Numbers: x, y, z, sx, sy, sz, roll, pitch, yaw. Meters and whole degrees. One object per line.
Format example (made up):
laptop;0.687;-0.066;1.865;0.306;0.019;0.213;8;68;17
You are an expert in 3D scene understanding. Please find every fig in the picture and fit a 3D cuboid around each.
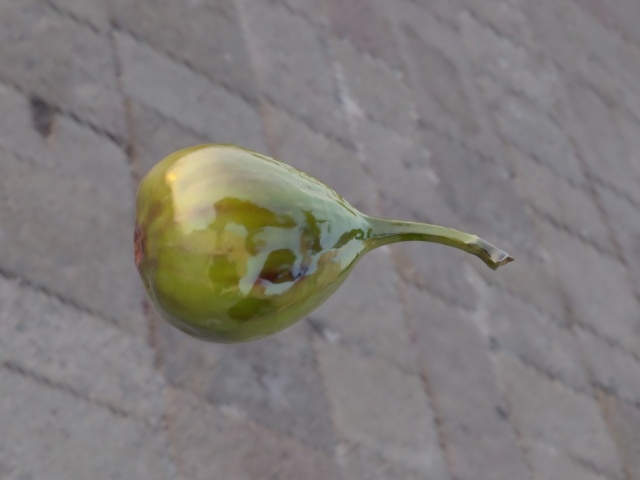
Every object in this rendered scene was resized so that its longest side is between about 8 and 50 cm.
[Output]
fig;-0.008;0.012;0.812;0.166;0.093;0.093;15;39;-28
